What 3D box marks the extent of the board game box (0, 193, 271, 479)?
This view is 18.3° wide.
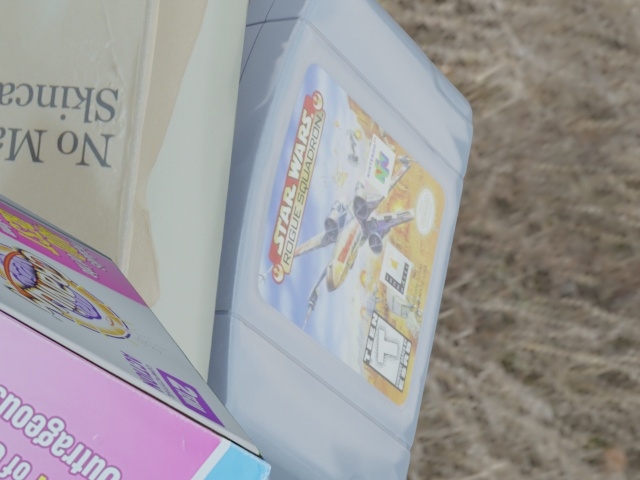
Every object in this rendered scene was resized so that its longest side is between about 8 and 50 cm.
[{"bbox_3d":[-0.185,-0.017,0.581,0.316,0.242,0.064,32,92,-20],"label":"board game box"}]

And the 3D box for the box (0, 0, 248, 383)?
[{"bbox_3d":[-0.124,-0.055,0.925,0.121,0.148,0.311,23,71,-72],"label":"box"}]

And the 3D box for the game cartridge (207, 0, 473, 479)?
[{"bbox_3d":[0.000,0.000,1.094,0.198,0.062,0.297,44,51,-50],"label":"game cartridge"}]
